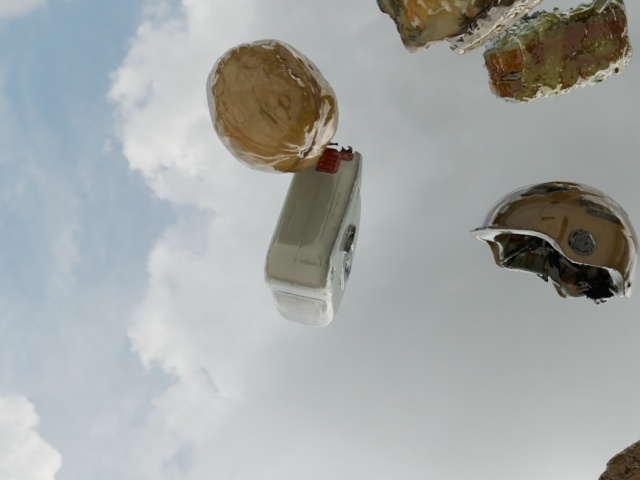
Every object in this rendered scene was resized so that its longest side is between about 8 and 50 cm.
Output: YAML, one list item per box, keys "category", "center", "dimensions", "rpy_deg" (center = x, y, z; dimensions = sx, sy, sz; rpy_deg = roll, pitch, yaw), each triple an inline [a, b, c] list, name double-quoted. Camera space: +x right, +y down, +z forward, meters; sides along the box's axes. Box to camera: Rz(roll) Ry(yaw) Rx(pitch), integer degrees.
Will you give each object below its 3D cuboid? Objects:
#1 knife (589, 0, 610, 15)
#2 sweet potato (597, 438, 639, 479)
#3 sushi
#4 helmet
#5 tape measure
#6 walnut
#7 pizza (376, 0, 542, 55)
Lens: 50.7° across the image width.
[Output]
- category: "knife"
  center: [0.519, -0.467, 1.002]
  dimensions: [0.027, 0.061, 0.343]
  rpy_deg: [40, -95, 11]
- category: "sweet potato"
  center: [0.420, 0.307, 0.902]
  dimensions: [0.206, 0.060, 0.068]
  rpy_deg: [-39, -102, -26]
- category: "sushi"
  center: [0.395, -0.316, 1.118]
  dimensions: [0.274, 0.184, 0.139]
  rpy_deg: [-17, -72, -11]
- category: "helmet"
  center: [0.327, -0.011, 0.912]
  dimensions: [0.224, 0.198, 0.130]
  rpy_deg: [29, -103, -7]
- category: "tape measure"
  center: [0.000, 0.000, 1.169]
  dimensions: [0.130, 0.265, 0.258]
  rpy_deg: [9, -121, 11]
- category: "walnut"
  center: [-0.076, -0.210, 1.047]
  dimensions: [0.195, 0.195, 0.221]
  rpy_deg: [-28, -115, 6]
- category: "pizza"
  center: [0.098, -0.314, 0.425]
  dimensions: [0.435, 0.080, 0.392]
  rpy_deg: [13, -56, 46]
